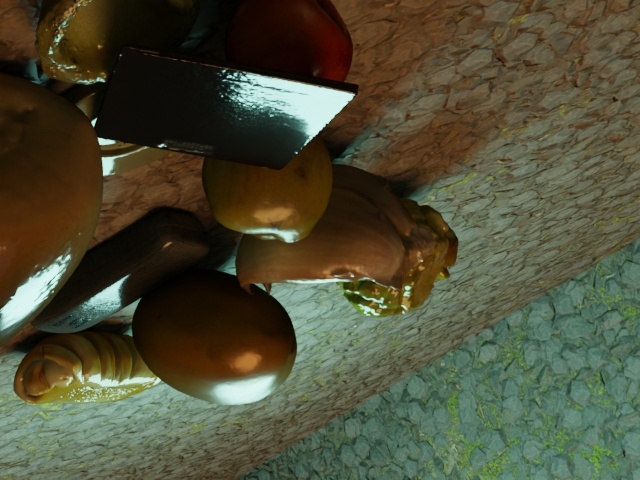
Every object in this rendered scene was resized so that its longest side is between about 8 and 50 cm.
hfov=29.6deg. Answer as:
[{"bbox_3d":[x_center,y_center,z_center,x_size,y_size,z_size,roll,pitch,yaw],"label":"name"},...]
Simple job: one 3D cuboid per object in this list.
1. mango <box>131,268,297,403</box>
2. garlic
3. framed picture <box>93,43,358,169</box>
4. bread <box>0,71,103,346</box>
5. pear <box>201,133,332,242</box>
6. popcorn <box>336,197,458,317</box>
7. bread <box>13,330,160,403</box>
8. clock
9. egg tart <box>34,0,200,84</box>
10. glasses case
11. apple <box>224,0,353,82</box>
[{"bbox_3d":[-0.178,0.169,2.111,0.300,0.232,0.446,23,174,-10],"label":"mango"},{"bbox_3d":[0.000,0.000,1.928,0.313,0.286,0.249,3,134,26],"label":"garlic"},{"bbox_3d":[-0.125,-0.148,1.416,0.255,0.014,0.339,9,167,-14],"label":"framed picture"},{"bbox_3d":[-0.438,-0.004,1.424,0.348,0.253,0.376,-18,163,-44],"label":"bread"},{"bbox_3d":[-0.075,-0.094,1.716,0.200,0.200,0.200,-20,161,-7],"label":"pear"},{"bbox_3d":[0.128,0.025,2.232,0.259,0.212,0.259,-52,162,-24],"label":"popcorn"},{"bbox_3d":[-0.436,0.241,2.308,0.173,0.121,0.311,-28,161,25],"label":"bread"},{"bbox_3d":[-0.253,-0.158,1.582,0.235,0.029,0.235,-21,160,-8],"label":"clock"},{"bbox_3d":[-0.221,-0.246,1.294,0.197,0.078,0.197,-21,161,-8],"label":"egg tart"},{"bbox_3d":[-0.334,0.056,1.994,0.323,0.074,0.131,-30,159,21],"label":"glasses case"},{"bbox_3d":[-0.034,-0.230,1.425,0.139,0.163,0.163,-45,153,23],"label":"apple"}]
